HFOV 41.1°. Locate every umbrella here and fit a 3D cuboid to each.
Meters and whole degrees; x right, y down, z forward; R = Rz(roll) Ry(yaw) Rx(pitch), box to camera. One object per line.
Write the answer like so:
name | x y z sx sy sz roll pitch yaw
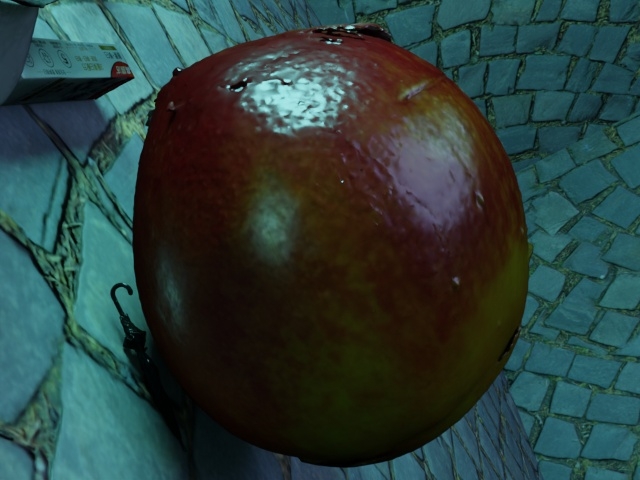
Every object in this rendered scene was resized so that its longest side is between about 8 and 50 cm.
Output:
umbrella | -0.141 0.105 0.693 0.022 0.022 0.148 -39 111 -80

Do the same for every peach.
peach | 0.000 0.000 0.726 0.370 0.370 0.370 56 16 -25

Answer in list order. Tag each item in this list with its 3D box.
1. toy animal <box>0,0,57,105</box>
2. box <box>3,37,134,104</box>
toy animal | -0.273 -0.150 0.418 0.325 0.154 0.208 33 27 -55
box | -0.232 -0.147 0.743 0.039 0.055 0.218 64 15 -5
